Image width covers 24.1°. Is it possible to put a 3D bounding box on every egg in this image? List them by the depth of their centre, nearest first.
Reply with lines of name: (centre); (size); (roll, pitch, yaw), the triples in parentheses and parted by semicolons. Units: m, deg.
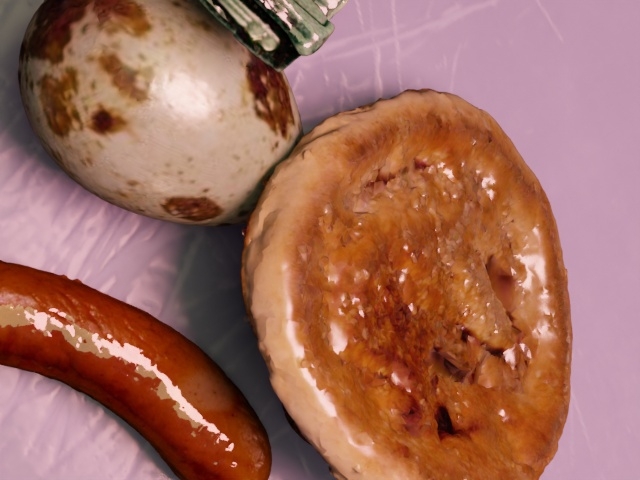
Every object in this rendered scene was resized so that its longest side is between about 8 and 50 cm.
egg: (-0.106, -0.096, 1.062); (0.231, 0.169, 0.169); (39, 76, -30)

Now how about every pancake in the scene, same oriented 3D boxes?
pancake: (0.088, 0.048, 1.108); (0.356, 0.065, 0.356); (16, 68, -47)

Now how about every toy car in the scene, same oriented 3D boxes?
toy car: (-0.025, -0.220, 1.052); (0.097, 0.320, 0.141); (-37, 105, 28)

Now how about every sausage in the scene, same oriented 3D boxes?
sausage: (-0.158, 0.093, 1.086); (0.302, 0.076, 0.102); (29, 87, -15)

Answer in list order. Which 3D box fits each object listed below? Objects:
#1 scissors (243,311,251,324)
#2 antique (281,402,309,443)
scissors: (0.000, 0.000, 1.172); (0.085, 0.022, 0.176); (44, 73, -14)
antique: (0.017, 0.114, 1.134); (0.104, 0.104, 0.104); (1, 88, -19)
